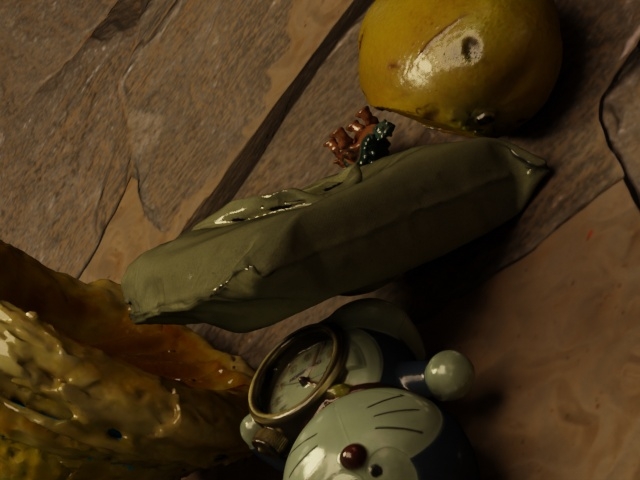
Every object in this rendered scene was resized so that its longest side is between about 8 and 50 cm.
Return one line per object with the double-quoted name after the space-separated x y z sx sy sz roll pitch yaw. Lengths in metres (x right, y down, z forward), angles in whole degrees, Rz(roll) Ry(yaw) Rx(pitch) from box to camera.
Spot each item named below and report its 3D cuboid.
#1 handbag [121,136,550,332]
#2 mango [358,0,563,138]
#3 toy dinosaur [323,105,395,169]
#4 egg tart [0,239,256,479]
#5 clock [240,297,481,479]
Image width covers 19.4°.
0.000 -0.001 1.561 0.253 0.316 0.109 -10 102 53 "handbag"
0.112 -0.170 1.642 0.167 0.130 0.262 -60 28 -9 "mango"
0.039 -0.088 1.715 0.049 0.055 0.154 -36 0 -16 "toy dinosaur"
-0.228 0.122 1.666 0.388 0.388 0.169 40 108 57 "egg tart"
0.041 0.159 1.476 0.200 0.146 0.243 -32 34 13 "clock"
